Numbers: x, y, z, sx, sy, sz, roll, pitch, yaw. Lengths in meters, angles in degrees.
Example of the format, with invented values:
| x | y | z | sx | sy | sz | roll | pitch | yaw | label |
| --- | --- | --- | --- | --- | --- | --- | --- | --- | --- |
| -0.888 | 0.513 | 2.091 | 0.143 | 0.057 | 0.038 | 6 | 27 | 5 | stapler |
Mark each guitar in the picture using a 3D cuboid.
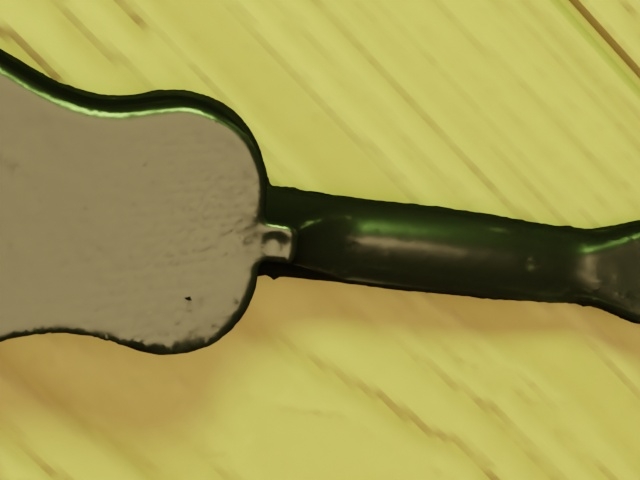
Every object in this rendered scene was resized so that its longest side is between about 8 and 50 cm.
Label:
| x | y | z | sx | sy | sz | roll | pitch | yaw | label |
| --- | --- | --- | --- | --- | --- | --- | --- | --- | --- |
| 0.001 | 0.000 | 0.487 | 0.271 | 0.038 | 0.084 | 7 | 97 | -11 | guitar |
